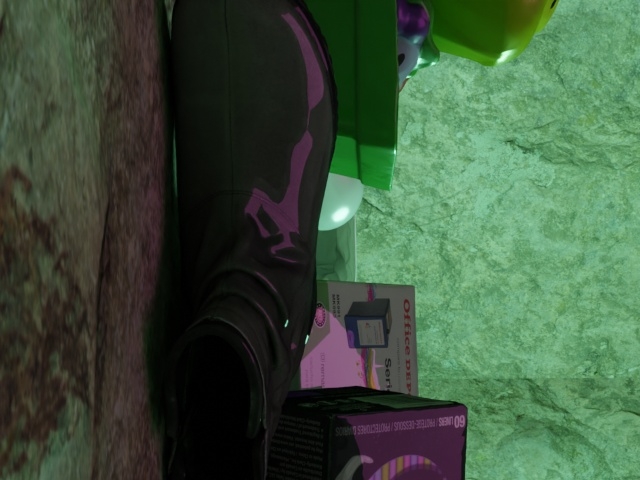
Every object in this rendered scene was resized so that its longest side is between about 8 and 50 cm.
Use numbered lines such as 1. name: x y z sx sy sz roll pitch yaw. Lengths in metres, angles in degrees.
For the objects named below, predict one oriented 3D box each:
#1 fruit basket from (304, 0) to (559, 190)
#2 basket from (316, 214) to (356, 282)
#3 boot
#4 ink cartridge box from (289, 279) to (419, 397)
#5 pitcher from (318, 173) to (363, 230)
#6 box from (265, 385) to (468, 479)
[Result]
1. fruit basket: 0.087 -0.201 1.201 0.392 0.392 0.283 55 35 -86
2. basket: 0.000 0.000 2.130 0.103 0.113 0.167 -100 -171 -79
3. boot: -0.052 0.005 0.862 0.223 0.118 0.338 -77 163 -59
4. ink cartridge box: 0.007 0.117 1.276 0.212 0.093 0.154 8 80 -56
5. pitcher: -0.009 -0.117 1.821 0.207 0.125 0.178 56 34 -66
6. box: 0.018 0.268 1.097 0.143 0.165 0.270 3 -89 49
